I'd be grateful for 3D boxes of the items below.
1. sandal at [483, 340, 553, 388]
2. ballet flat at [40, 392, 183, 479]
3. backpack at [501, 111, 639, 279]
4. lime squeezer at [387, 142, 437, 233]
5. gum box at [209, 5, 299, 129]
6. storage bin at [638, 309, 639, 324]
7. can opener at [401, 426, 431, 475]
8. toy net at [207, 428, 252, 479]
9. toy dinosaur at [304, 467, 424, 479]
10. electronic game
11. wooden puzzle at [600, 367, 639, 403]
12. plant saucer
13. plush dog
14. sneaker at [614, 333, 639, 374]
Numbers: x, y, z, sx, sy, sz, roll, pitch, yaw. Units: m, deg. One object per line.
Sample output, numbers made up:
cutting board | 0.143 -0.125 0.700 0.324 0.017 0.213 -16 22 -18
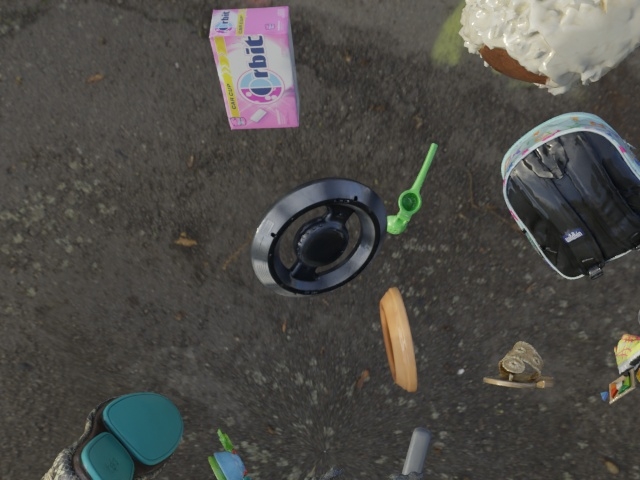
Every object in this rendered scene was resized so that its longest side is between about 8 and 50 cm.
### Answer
sandal | 0.359 0.221 1.200 0.088 0.240 0.079 3 81 36
ballet flat | -0.370 0.377 1.122 0.182 0.483 0.164 -39 90 0
backpack | 0.443 -0.092 1.166 0.225 0.191 0.253 -35 109 28
lime squeezer | 0.201 -0.083 1.592 0.058 0.310 0.110 31 36 -2
gum box | -0.091 -0.245 0.989 0.107 0.188 0.062 -2 54 3
storage bin | 0.614 0.151 1.105 0.122 0.180 0.084 -41 35 -10
can opener | 0.196 0.584 1.607 0.093 0.074 0.281 20 88 12
toy net | -0.120 0.428 1.107 0.045 0.122 0.232 -30 107 -15
toy dinosaur | 0.038 0.250 0.549 0.268 0.064 0.118 21 44 -24
electronic game | 0.000 0.000 1.052 0.229 0.229 0.048 -24 44 -7
wooden puzzle | 0.637 0.305 1.416 0.014 0.078 0.116 40 118 2
plant saucer | 0.144 0.188 1.265 0.037 0.200 0.200 -9 73 0
plush dog | 0.225 -0.227 0.464 0.262 0.211 0.225 3 42 -15
sneaker | 0.843 0.288 1.800 0.081 0.208 0.094 -6 61 -8
